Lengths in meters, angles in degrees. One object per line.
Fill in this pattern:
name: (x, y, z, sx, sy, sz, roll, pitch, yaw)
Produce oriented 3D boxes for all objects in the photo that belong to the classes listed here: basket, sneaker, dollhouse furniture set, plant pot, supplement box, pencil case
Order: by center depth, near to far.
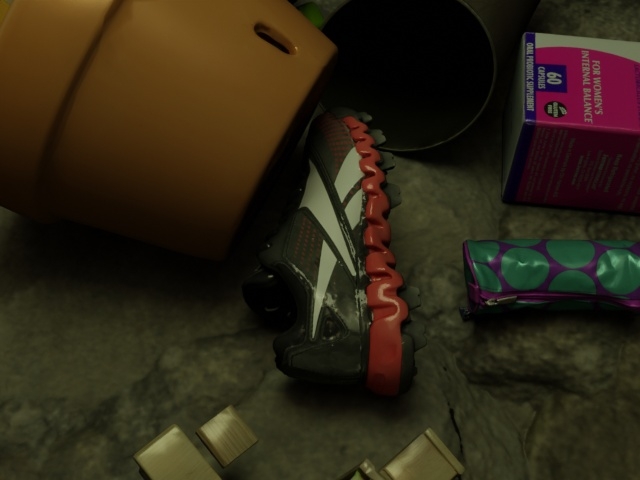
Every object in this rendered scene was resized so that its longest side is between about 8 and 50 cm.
dollhouse furniture set: (-0.006, 0.151, 0.695, 0.182, 0.101, 0.161, -38, 81, -23)
plant pot: (-0.119, -0.115, 0.820, 0.203, 0.291, 0.291, 29, 59, 0)
pencil case: (0.191, 0.032, 0.828, 0.152, 0.064, 0.070, 0, 39, 0)
sneaker: (0.000, 0.000, 0.829, 0.135, 0.097, 0.276, -4, 56, -5)
supplement box: (0.279, -0.098, 0.891, 0.220, 0.114, 0.111, 6, 54, 2)
basket: (0.121, -0.216, 0.943, 0.154, 0.204, 0.227, 46, 52, -11)

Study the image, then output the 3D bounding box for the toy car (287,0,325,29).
toy car: (-0.060, -0.259, 0.925, 0.149, 0.188, 0.155, -30, 93, -19)

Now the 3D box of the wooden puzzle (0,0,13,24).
wooden puzzle: (-0.348, -0.170, 0.983, 0.221, 0.044, 0.239, 38, 63, 24)
